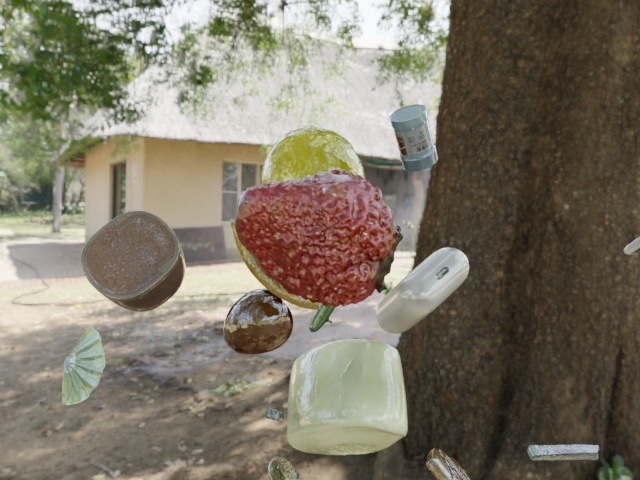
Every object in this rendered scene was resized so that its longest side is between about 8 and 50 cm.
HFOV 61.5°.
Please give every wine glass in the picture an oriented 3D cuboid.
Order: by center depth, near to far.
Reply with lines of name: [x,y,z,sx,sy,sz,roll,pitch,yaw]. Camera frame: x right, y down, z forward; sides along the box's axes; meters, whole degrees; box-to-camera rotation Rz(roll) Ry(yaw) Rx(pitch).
wine glass: [-0.154,0.597,1.833,0.042,0.039,0.083,-2,-28,27]

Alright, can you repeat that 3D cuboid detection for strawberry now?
strawberry: [-0.003,-0.001,0.985,0.257,0.261,0.261,-17,14,-41]

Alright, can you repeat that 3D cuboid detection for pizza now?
pizza: [-0.088,0.044,1.160,0.134,0.271,0.056,-35,-1,20]

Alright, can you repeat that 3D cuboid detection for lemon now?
lemon: [-0.023,-0.169,1.610,0.348,0.348,0.348,2,2,0]

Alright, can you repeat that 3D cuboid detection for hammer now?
hammer: [0.061,0.166,1.739,0.119,0.335,0.206,33,13,10]

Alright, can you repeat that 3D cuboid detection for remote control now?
remote control: [0.794,0.000,1.236,0.261,0.029,0.067,-7,-32,-32]

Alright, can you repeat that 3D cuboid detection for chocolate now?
chocolate: [-0.151,0.203,1.283,0.176,0.177,0.177,2,2,0]

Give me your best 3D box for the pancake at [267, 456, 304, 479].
pancake: [-0.110,0.869,1.864,0.050,0.242,0.242,-35,-3,7]

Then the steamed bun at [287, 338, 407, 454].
steamed bun: [0.065,0.539,1.888,0.456,0.371,0.290,-26,-41,31]

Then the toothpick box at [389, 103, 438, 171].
toothpick box: [0.253,-0.276,1.454,0.101,0.153,0.101,-17,32,11]

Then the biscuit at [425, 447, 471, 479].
biscuit: [0.362,0.634,1.376,0.301,0.043,0.278,47,7,-33]

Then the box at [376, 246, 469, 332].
box: [0.335,0.171,1.793,0.288,0.141,0.349,-38,-11,-25]

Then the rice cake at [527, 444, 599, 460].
rice cake: [0.635,0.551,1.398,0.207,0.033,0.033,4,38,-12]

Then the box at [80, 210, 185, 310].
box: [-0.579,0.080,1.732,0.301,0.301,0.216,2,-25,2]

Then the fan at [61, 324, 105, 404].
fan: [-0.678,0.361,1.536,0.131,0.240,0.009,17,-3,13]
